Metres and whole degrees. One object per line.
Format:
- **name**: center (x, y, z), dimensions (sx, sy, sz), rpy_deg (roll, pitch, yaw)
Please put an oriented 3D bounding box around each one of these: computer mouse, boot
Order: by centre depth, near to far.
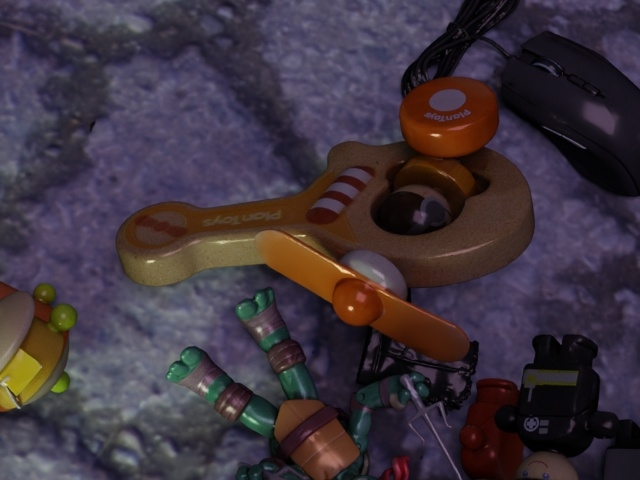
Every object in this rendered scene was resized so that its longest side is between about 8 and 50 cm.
- **boot**: center (0.091, 0.088, 1.009), dimensions (0.099, 0.045, 0.121), rpy_deg (15, 80, -3)
- **computer mouse**: center (0.205, -0.122, 1.068), dimensions (0.262, 0.060, 0.184), rpy_deg (45, 74, 5)

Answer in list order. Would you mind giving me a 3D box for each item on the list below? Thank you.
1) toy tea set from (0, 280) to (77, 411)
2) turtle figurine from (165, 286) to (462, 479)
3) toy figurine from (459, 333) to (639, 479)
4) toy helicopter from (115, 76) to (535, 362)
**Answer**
- **toy tea set**: center (-0.294, 0.174, 0.881), dimensions (0.124, 0.200, 0.336), rpy_deg (41, 88, -29)
- **turtle figurine**: center (-0.009, 0.158, 0.942), dimensions (0.175, 0.118, 0.234), rpy_deg (-34, 67, -30)
- **toy figurine**: center (0.221, 0.187, 0.917), dimensions (0.209, 0.213, 0.148), rpy_deg (17, 65, -8)
- **toy helicopter**: center (0.000, 0.000, 0.952), dimensions (0.355, 0.140, 0.235), rpy_deg (-7, 41, 8)
